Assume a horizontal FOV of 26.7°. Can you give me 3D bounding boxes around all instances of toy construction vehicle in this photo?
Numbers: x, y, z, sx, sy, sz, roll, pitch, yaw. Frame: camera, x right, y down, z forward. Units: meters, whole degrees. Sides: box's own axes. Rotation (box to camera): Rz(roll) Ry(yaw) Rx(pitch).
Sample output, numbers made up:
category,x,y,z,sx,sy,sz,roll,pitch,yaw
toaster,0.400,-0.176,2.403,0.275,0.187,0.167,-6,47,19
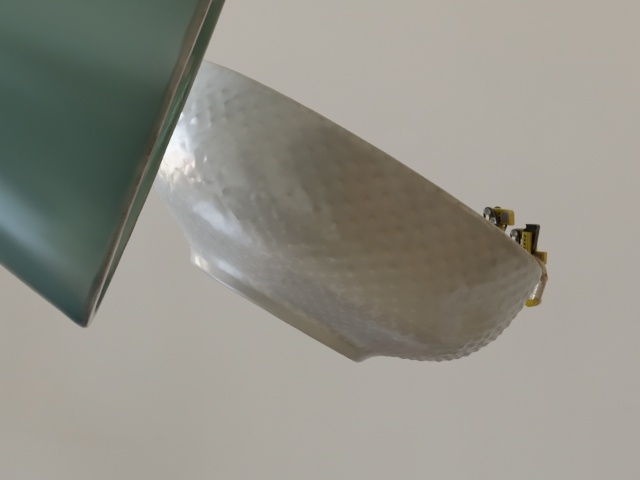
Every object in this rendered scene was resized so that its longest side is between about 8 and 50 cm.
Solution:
category,x,y,z,sx,sy,sz,roll,pitch,yaw
toy construction vehicle,0.189,0.016,1.292,0.035,0.098,0.086,0,0,33

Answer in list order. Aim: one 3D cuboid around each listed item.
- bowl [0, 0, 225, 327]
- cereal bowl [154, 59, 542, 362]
category,x,y,z,sx,sy,sz,roll,pitch,yaw
bowl,-0.122,-0.134,0.614,0.163,0.311,0.311,22,-4,-6
cereal bowl,0.000,0.000,1.085,0.339,0.141,0.339,30,-2,1
